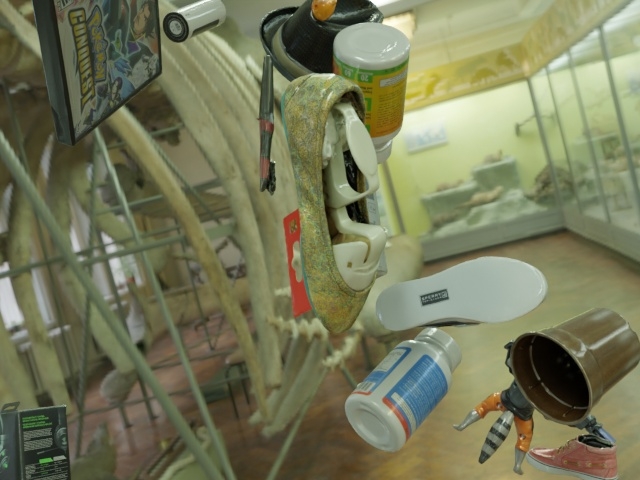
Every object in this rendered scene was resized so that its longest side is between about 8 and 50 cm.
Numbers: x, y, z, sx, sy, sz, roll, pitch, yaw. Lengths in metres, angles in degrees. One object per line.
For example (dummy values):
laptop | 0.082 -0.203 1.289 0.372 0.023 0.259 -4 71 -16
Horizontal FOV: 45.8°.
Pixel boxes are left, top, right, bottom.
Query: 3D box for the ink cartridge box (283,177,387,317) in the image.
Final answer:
ink cartridge box | 0.000 0.000 1.184 0.066 0.189 0.232 14 -30 -41

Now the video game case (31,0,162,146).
video game case | -0.306 -0.311 1.075 0.035 0.274 0.248 17 41 13

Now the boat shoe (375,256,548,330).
boat shoe | 0.243 0.098 1.273 0.301 0.108 0.102 -18 -14 34

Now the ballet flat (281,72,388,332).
ballet flat | 0.030 -0.040 0.970 0.123 0.348 0.123 -9 13 2

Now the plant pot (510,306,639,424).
plant pot | 0.440 0.201 1.287 0.165 0.167 0.167 -23 7 -30

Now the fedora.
fedora | 0.036 -0.453 1.667 0.334 0.334 0.152 -18 -22 -42

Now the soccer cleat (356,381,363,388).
soccer cleat | 0.116 0.359 1.732 0.035 0.083 0.029 -41 -6 20

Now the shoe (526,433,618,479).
shoe | 0.488 0.412 1.475 0.178 0.081 0.063 6 16 38

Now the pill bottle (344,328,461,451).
pill bottle | 0.155 0.255 1.337 0.221 0.124 0.124 -39 17 -34

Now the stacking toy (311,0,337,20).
stacking toy | 0.013 -0.591 1.539 0.175 0.301 0.166 -5 -8 43

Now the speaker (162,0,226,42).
speaker | -0.224 -0.397 1.359 0.055 0.055 0.136 -13 21 30

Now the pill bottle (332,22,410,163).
pill bottle | 0.090 -0.264 1.411 0.136 0.245 0.136 0 45 0

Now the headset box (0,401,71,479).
headset box | -0.675 0.496 1.642 0.246 0.283 0.131 -15 -13 28

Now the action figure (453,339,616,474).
action figure | 0.528 0.420 1.836 0.341 0.330 0.178 38 17 26

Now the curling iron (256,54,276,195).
curling iron | -0.106 -0.222 1.469 0.035 0.274 0.068 -2 -1 -2
